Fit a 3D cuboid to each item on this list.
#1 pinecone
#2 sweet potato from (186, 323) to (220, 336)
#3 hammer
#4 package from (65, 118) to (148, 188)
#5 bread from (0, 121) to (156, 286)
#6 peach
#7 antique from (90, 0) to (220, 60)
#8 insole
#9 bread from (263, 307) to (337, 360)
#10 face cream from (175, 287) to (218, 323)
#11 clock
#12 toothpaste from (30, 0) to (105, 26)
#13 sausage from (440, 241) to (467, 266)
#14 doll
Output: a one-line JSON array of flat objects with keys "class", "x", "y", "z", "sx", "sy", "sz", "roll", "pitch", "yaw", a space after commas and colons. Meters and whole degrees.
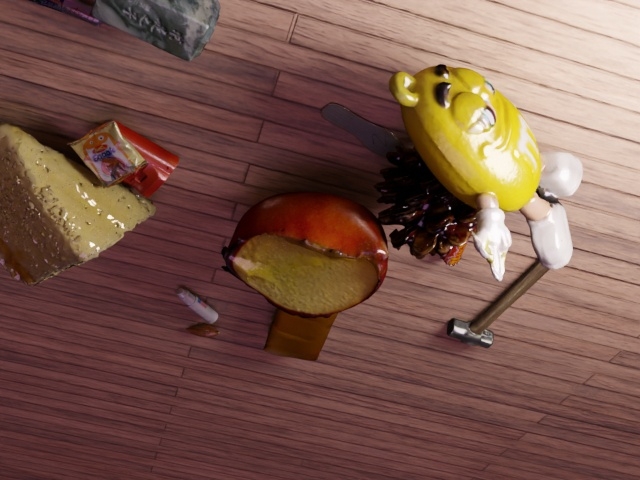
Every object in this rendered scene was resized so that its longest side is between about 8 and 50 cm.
[{"class": "pinecone", "x": 0.192, "y": -0.084, "z": 1.514, "sx": 0.221, "sy": 0.222, "sz": 0.221, "roll": 4, "pitch": 142, "yaw": 3}, {"class": "sweet potato", "x": -0.294, "y": 0.227, "z": 2.123, "sx": 0.095, "sy": 0.034, "sz": 0.034, "roll": 6, "pitch": 144, "yaw": 19}, {"class": "hammer", "x": 0.417, "y": 0.130, "z": 1.888, "sx": 0.111, "sy": 0.044, "sz": 0.365, "roll": 19, "pitch": 138, "yaw": -13}, {"class": "package", "x": -0.392, "y": -0.159, "z": 1.560, "sx": 0.108, "sy": 0.031, "sz": 0.121, "roll": -25, "pitch": 122, "yaw": 18}, {"class": "bread", "x": -0.527, "y": -0.098, "z": 1.674, "sx": 0.248, "sy": 0.279, "sz": 0.316, "roll": -18, "pitch": 98, "yaw": 40}, {"class": "peach", "x": 0.000, "y": 0.000, "z": 1.637, "sx": 0.361, "sy": 0.201, "sz": 0.258, "roll": -12, "pitch": 131, "yaw": 39}, {"class": "antique", "x": -0.252, "y": -0.364, "z": 1.311, "sx": 0.182, "sy": 0.086, "sz": 0.088, "roll": 22, "pitch": 141, "yaw": -19}, {"class": "insole", "x": 0.081, "y": -0.198, "z": 1.540, "sx": 0.188, "sy": 0.004, "sz": 0.064, "roll": 28, "pitch": 137, "yaw": -25}, {"class": "bread", "x": -0.033, "y": 0.162, "z": 1.961, "sx": 0.138, "sy": 0.077, "sz": 0.361, "roll": 13, "pitch": 142, "yaw": -7}, {"class": "face cream", "x": -0.300, "y": 0.155, "z": 2.028, "sx": 0.034, "sy": 0.034, "sz": 0.130, "roll": -19, "pitch": 136, "yaw": 29}, {"class": "clock", "x": -0.370, "y": -0.153, "z": 1.624, "sx": 0.155, "sy": 0.061, "sz": 0.113, "roll": 31, "pitch": 134, "yaw": -25}, {"class": "toothpaste", "x": -0.418, "y": -0.384, "z": 1.360, "sx": 0.169, "sy": 0.028, "sz": 0.045, "roll": 20, "pitch": 134, "yaw": -11}, {"class": "sausage", "x": 0.286, "y": -0.007, "z": 1.723, "sx": 0.050, "sy": 0.048, "sz": 0.145, "roll": 5, "pitch": 140, "yaw": -7}, {"class": "doll", "x": 0.288, "y": -0.111, "z": 1.363, "sx": 0.161, "sy": 0.348, "sz": 0.423, "roll": -26, "pitch": 168, "yaw": 37}]
